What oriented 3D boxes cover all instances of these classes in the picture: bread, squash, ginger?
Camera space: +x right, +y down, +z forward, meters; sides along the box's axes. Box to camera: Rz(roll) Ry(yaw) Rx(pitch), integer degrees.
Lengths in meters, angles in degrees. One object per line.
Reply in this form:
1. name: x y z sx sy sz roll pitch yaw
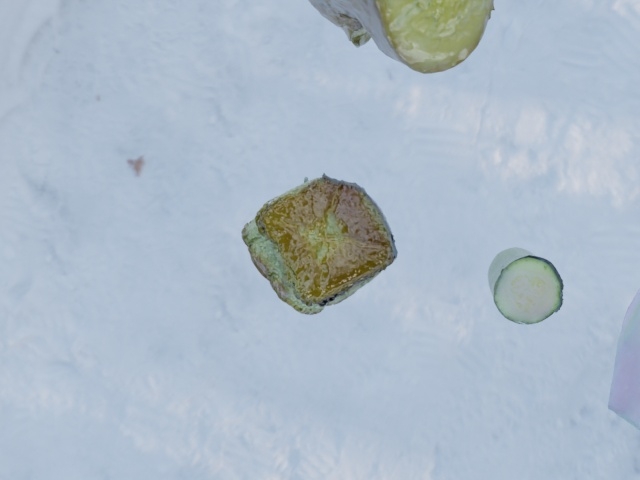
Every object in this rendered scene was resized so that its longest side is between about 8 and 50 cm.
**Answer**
1. bread: 0.000 0.000 0.892 0.140 0.069 0.128 -31 86 -25
2. squash: 0.284 0.059 1.255 0.095 0.188 0.095 1 96 5
3. ginger: 0.020 -0.241 0.650 0.123 0.270 0.219 -28 125 -16

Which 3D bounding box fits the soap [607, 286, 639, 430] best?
1. soap: 0.464 0.072 0.954 0.208 0.115 0.347 37 114 34
